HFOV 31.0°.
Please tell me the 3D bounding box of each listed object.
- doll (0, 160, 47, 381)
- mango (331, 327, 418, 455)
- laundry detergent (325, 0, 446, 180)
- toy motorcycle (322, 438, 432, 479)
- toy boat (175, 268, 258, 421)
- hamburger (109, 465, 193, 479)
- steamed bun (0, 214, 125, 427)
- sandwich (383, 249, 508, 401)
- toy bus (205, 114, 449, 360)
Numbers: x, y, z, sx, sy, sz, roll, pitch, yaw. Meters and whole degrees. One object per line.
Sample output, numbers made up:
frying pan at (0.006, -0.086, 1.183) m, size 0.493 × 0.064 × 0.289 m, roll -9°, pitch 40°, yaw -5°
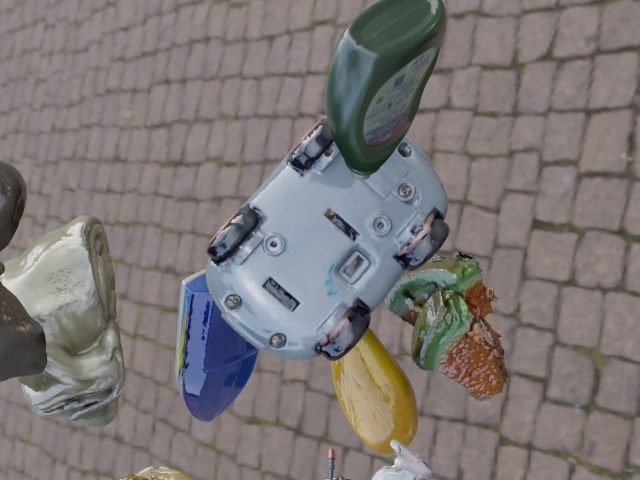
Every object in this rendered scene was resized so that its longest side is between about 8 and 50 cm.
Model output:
doll at (-0.429, 0.036, 0.946) m, size 0.378 × 0.382 × 0.252 m, roll 133°, pitch 140°, yaw -54°
mango at (0.101, 0.287, 2.234) m, size 0.176 × 0.119 × 0.317 m, roll 0°, pitch 117°, yaw 58°
laundry detergent at (0.060, -0.137, 1.114) m, size 0.063 × 0.137 × 0.211 m, roll 38°, pitch 149°, yaw 20°
toy motorcycle at (0.093, 0.402, 1.857) m, size 0.221 × 0.102 × 0.150 m, roll -15°, pitch 64°, yaw 25°
toy boat at (-0.147, 0.152, 1.618) m, size 0.088 × 0.129 × 0.295 m, roll 43°, pitch 139°, yaw 34°
hamburger at (-0.233, 0.414, 1.446) m, size 0.244 × 0.163 × 0.244 m, roll 9°, pitch 102°, yaw 46°
steamed bun at (-0.295, 0.099, 1.255) m, size 0.218 × 0.144 × 0.211 m, roll 123°, pitch 137°, yaw -61°
sandwich at (0.240, 0.186, 2.163) m, size 0.301 × 0.162 × 0.250 m, roll 55°, pitch 148°, yaw -13°
toy bus at (0.000, 0.000, 1.324) m, size 0.287 × 0.194 × 0.232 m, roll -50°, pitch 4°, yaw -9°
